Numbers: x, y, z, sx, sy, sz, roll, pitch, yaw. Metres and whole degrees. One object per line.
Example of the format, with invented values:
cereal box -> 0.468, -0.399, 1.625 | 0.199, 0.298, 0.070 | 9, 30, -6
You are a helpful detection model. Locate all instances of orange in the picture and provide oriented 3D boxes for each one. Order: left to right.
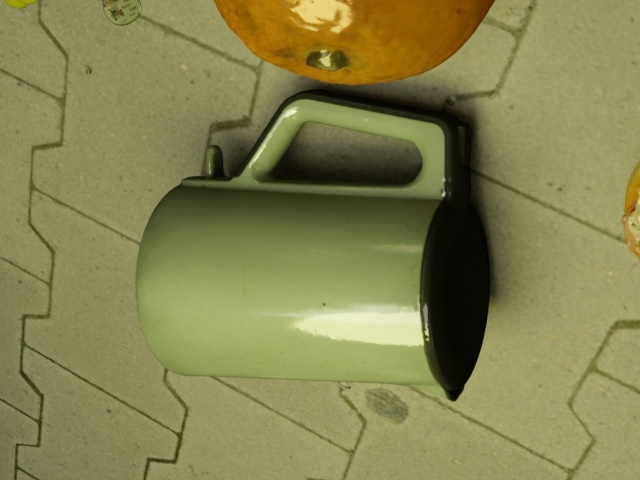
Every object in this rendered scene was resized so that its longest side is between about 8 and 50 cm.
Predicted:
orange -> 0.029, -0.293, 0.887 | 0.312, 0.312, 0.312 | 15, 126, 21

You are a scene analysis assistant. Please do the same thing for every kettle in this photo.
kettle -> 0.000, 0.000, 1.170 | 0.376, 0.250, 0.361 | 2, 92, 27

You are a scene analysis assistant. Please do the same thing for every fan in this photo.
fan -> -0.266, -0.309, 1.243 | 0.080, 0.003, 0.060 | 40, 130, 0

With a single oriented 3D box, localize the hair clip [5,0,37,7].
hair clip -> -0.368, -0.343, 1.252 | 0.173, 0.046, 0.072 | -2, 115, 33

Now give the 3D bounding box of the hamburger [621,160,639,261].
hamburger -> 0.414, -0.017, 0.944 | 0.237, 0.147, 0.237 | 15, 129, 19
